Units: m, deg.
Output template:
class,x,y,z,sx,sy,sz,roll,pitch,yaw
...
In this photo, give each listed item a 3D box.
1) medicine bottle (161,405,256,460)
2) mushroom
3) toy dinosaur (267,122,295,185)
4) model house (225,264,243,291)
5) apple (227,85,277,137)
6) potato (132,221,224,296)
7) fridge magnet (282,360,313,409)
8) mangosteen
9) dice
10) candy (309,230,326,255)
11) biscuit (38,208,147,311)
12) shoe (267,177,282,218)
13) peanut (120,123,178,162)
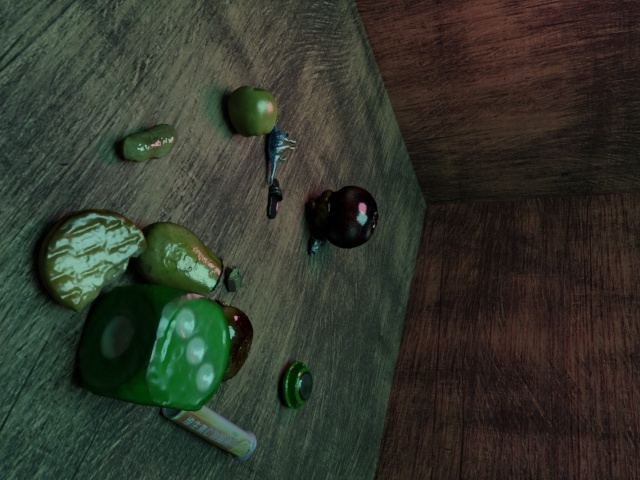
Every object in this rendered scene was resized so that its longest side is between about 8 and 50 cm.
class,x,y,z,sx,sy,sz,roll,pitch,yaw
medicine bottle,-0.369,0.628,1.722,0.426,0.108,0.108,54,42,-44
mushroom,-0.321,0.338,1.728,0.297,0.163,0.278,72,22,-70
toy dinosaur,-0.183,-0.401,2.176,0.147,0.076,0.363,6,81,-43
model house,-0.325,0.143,1.893,0.058,0.057,0.083,-28,137,-32
apple,-0.253,-0.488,1.923,0.200,0.200,0.200,7,82,-63
potato,-0.443,0.059,1.530,0.266,0.229,0.229,46,46,-31
fridge magnet,-0.099,0.636,2.251,0.208,0.088,0.208,8,82,-63
mangosteen,0.125,-0.116,2.478,0.330,0.330,0.330,7,82,-63
dice,-0.442,0.293,1.390,0.300,0.287,0.297,38,55,-55
candy,0.001,0.000,2.535,0.226,0.051,0.094,-45,138,-52
biscuit,-0.587,0.030,1.304,0.274,0.091,0.213,-45,115,-34
shoe,-0.185,-0.178,2.178,0.071,0.049,0.179,33,59,-59
peanut,-0.504,-0.289,1.520,0.214,0.099,0.099,-40,123,-59
